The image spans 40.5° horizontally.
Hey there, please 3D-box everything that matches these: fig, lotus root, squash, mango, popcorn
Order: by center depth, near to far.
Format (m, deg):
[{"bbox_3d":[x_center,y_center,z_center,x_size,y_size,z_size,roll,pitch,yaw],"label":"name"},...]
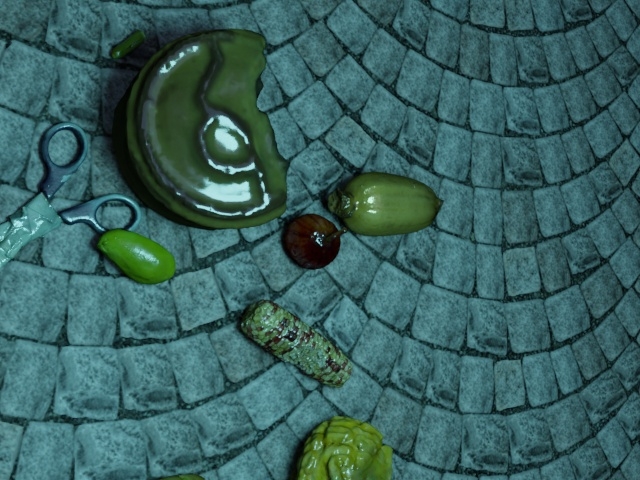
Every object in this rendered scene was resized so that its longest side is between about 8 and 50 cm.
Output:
[{"bbox_3d":[-0.361,0.034,1.713,0.165,0.074,0.091,28,94,-29],"label":"mango"},{"bbox_3d":[-0.398,-0.401,1.790,0.083,0.027,0.027,-46,105,-24],"label":"squash"},{"bbox_3d":[0.043,0.501,1.826,0.250,0.190,0.250,5,82,-41],"label":"popcorn"},{"bbox_3d":[-0.003,0.006,1.900,0.128,0.150,0.128,-37,137,-45],"label":"fig"},{"bbox_3d":[0.146,-0.082,1.988,0.303,0.131,0.146,1,84,-31],"label":"lotus root"}]

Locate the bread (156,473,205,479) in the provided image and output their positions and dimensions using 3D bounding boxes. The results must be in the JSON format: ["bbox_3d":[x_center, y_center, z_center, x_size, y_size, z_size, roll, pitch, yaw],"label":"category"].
[{"bbox_3d":[-0.315,0.564,1.633,0.156,0.158,0.260,16,73,-23],"label":"bread"}]

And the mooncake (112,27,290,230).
[{"bbox_3d":[-0.208,-0.215,1.754,0.394,0.246,0.393,44,71,-13],"label":"mooncake"}]

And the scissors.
[{"bbox_3d":[-0.553,-0.041,1.655,0.383,0.029,0.256,-38,101,-26],"label":"scissors"}]

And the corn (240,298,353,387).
[{"bbox_3d":[-0.043,0.228,1.863,0.290,0.098,0.098,38,67,-21],"label":"corn"}]
